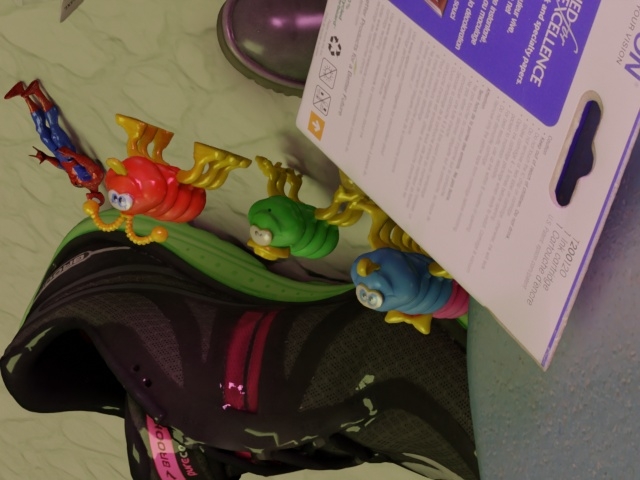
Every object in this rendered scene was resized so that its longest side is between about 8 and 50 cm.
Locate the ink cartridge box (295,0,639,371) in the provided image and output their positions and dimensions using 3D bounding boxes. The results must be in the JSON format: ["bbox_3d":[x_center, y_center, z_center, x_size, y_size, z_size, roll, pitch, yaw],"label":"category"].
[{"bbox_3d":[0.080,-0.082,0.838,0.208,0.045,0.206,47,134,37],"label":"ink cartridge box"}]

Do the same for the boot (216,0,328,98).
[{"bbox_3d":[0.064,-0.137,0.952,0.189,0.076,0.208,0,167,-22],"label":"boot"}]

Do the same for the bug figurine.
[{"bbox_3d":[0.000,0.000,1.147,0.279,0.072,0.216,20,-175,33],"label":"bug figurine"}]

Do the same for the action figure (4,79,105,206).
[{"bbox_3d":[-0.201,-0.071,1.417,0.038,0.030,0.115,-6,129,44],"label":"action figure"}]

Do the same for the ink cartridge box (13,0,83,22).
[{"bbox_3d":[-0.162,-0.215,1.125,0.090,0.092,0.143,0,133,45],"label":"ink cartridge box"}]

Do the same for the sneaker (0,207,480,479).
[{"bbox_3d":[-0.035,0.119,1.317,0.482,0.202,0.185,11,140,38],"label":"sneaker"}]

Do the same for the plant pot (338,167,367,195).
[{"bbox_3d":[0.050,-0.067,1.101,0.081,0.083,0.081,21,145,28],"label":"plant pot"}]

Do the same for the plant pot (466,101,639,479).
[{"bbox_3d":[0.215,0.035,0.894,0.247,0.247,0.252,-31,72,57],"label":"plant pot"}]
